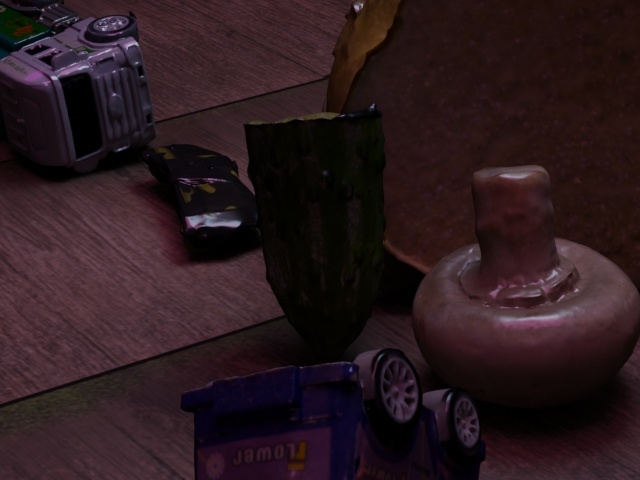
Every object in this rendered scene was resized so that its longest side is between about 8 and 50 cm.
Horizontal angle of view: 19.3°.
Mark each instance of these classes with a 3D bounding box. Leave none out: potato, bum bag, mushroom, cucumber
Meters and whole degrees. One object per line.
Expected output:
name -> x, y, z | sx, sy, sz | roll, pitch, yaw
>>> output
potato -> 0.222, -0.167, 1.893 | 0.442, 0.385, 0.319 | -8, 17, 1
bum bag -> -0.124, -0.054, 2.010 | 0.107, 0.060, 0.232 | 2, 26, -18
mushroom -> 0.192, 0.046, 1.673 | 0.206, 0.209, 0.206 | 23, 11, -5
cucumber -> 0.001, 0.000, 1.703 | 0.134, 0.244, 0.134 | -3, 6, 0

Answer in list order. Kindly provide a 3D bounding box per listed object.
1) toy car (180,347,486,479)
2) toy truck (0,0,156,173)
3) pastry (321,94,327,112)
toy car -> 0.014, 0.180, 1.410 | 0.172, 0.158, 0.235 | -12, -25, 34
toy truck -> -0.343, -0.200, 2.202 | 0.178, 0.176, 0.363 | -29, 37, -31
pastry -> 0.079, -0.138, 2.154 | 0.156, 0.092, 0.156 | -3, 33, 2
